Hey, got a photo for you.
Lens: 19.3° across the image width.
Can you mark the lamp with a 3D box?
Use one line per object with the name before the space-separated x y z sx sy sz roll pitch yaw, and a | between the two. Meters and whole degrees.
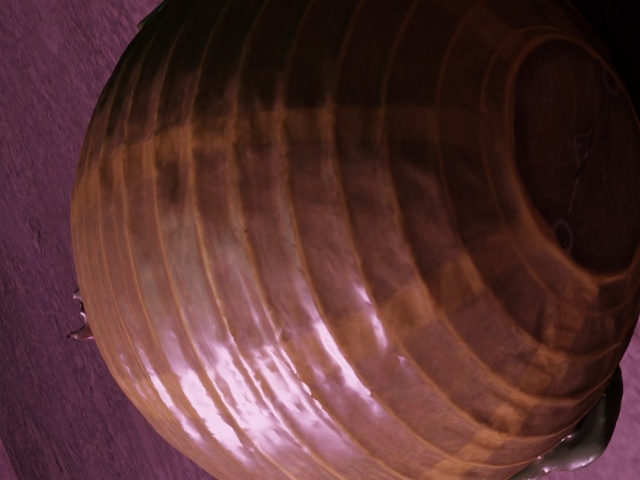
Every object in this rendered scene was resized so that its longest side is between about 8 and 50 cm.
lamp | 0.000 0.000 0.790 0.284 0.250 0.250 -18 95 38
